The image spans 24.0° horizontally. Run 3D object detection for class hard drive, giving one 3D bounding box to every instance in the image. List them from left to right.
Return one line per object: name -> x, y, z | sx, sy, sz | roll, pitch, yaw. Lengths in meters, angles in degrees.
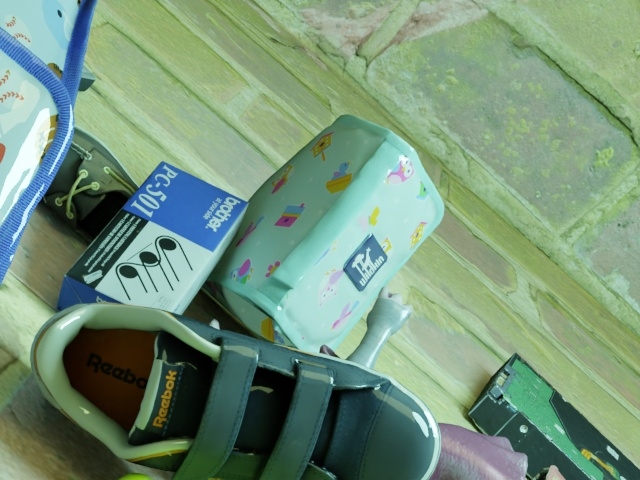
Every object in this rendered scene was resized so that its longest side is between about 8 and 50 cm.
hard drive -> 0.349, 0.305, 2.002 | 0.339, 0.064, 0.237 | 44, 14, 5

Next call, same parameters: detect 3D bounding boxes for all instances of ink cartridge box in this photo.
ink cartridge box -> -0.150, 0.011, 1.381 | 0.097, 0.046, 0.207 | 25, 37, 4

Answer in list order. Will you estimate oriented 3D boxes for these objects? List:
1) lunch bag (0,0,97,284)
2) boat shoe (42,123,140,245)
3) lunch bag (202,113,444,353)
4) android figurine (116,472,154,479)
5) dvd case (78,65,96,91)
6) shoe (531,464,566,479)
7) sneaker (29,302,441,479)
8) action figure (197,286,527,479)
lunch bag -> -0.357, -0.139, 1.129 | 0.328, 0.239, 0.385 | 37, 32, -23
boat shoe -> -0.218, -0.040, 1.478 | 0.228, 0.081, 0.069 | 41, 10, -17
lunch bag -> 0.000, 0.000, 1.509 | 0.160, 0.223, 0.262 | 41, -10, -5
android figurine -> -0.070, 0.268, 1.039 | 0.248, 0.056, 0.273 | 43, 13, 4
dvd case -> -0.392, -0.273, 1.798 | 0.239, 0.029, 0.179 | 47, 15, 15
shoe -> 0.286, 0.324, 1.795 | 0.081, 0.063, 0.178 | 41, 9, 2
sneaker -> -0.067, 0.130, 1.129 | 0.321, 0.126, 0.127 | 14, -4, 4
action figure -> -0.010, 0.191, 1.293 | 0.370, 0.248, 0.276 | 21, 65, -25
